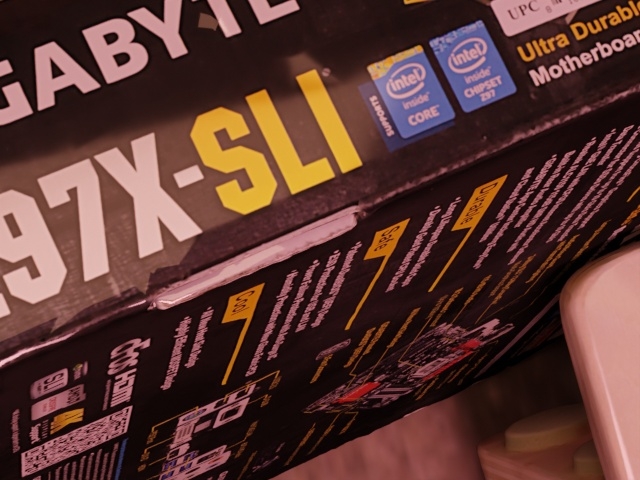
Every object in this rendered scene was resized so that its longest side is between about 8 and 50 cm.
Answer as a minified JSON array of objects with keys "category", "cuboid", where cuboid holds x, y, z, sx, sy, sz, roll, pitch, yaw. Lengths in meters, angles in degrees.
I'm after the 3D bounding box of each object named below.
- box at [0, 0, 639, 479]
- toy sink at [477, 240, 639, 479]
[{"category":"box","cuboid":[0.000,0.000,0.520,0.257,0.322,0.079,-26,78,-15]},{"category":"toy sink","cuboid":[0.148,0.096,0.590,0.152,0.131,0.234,-19,96,-14]}]
